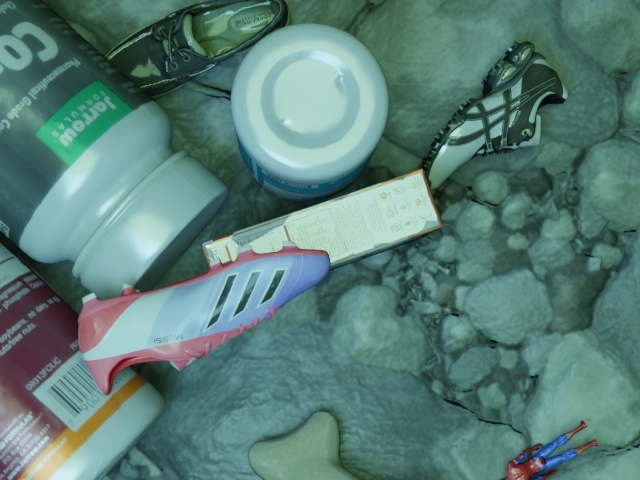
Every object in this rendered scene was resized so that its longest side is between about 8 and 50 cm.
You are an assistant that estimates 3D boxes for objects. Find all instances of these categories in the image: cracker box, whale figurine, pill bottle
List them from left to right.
[{"bbox_3d":[-0.365,0.107,1.258,0.392,0.224,0.224,44,86,2],"label":"pill bottle"},{"bbox_3d":[-0.281,-0.108,1.286,0.361,0.204,0.204,41,86,2],"label":"pill bottle"},{"bbox_3d":[-0.013,-0.117,1.263,0.146,0.264,0.146,0,86,-2],"label":"pill bottle"},{"bbox_3d":[0.000,0.000,1.309,0.232,0.156,0.067,-18,87,-2],"label":"cracker box"},{"bbox_3d":[0.025,0.317,1.315,0.216,0.141,0.272,-28,62,-4],"label":"whale figurine"}]

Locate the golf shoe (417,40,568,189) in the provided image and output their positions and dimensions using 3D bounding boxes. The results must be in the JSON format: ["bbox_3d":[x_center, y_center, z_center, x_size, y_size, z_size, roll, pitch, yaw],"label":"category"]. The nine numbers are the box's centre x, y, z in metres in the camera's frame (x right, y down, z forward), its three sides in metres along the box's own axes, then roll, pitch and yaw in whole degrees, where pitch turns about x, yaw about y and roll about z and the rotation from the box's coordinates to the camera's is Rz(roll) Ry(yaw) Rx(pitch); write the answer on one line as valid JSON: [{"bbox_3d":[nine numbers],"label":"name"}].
[{"bbox_3d":[0.186,-0.118,1.362,0.094,0.077,0.198,41,87,1],"label":"golf shoe"}]

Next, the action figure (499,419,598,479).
[{"bbox_3d":[0.239,0.235,1.361,0.115,0.030,0.038,-30,82,2],"label":"action figure"}]

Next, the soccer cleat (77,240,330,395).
[{"bbox_3d":[-0.105,0.070,1.181,0.248,0.083,0.095,-15,79,2],"label":"soccer cleat"}]

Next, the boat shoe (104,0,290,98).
[{"bbox_3d":[-0.138,-0.216,1.362,0.223,0.073,0.080,-22,87,-3],"label":"boat shoe"}]
